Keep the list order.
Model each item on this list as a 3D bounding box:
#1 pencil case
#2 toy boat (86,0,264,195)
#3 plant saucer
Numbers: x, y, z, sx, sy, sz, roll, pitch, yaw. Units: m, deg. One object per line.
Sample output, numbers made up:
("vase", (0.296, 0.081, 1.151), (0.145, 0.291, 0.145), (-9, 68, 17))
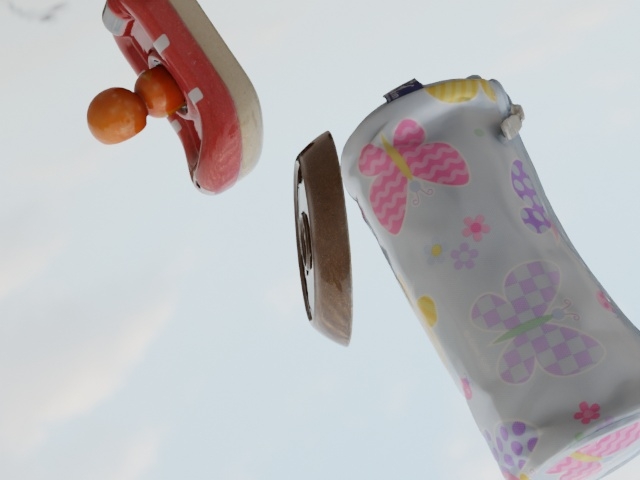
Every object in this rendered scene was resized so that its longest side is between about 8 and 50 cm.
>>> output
("pencil case", (0.118, 0.027, 1.166), (0.124, 0.273, 0.113), (-24, 157, -7))
("toy boat", (-0.161, -0.142, 1.823), (0.151, 0.231, 0.151), (-33, 176, -17))
("plant saucer", (0.000, 0.000, 1.420), (0.029, 0.168, 0.168), (-6, -164, -7))
